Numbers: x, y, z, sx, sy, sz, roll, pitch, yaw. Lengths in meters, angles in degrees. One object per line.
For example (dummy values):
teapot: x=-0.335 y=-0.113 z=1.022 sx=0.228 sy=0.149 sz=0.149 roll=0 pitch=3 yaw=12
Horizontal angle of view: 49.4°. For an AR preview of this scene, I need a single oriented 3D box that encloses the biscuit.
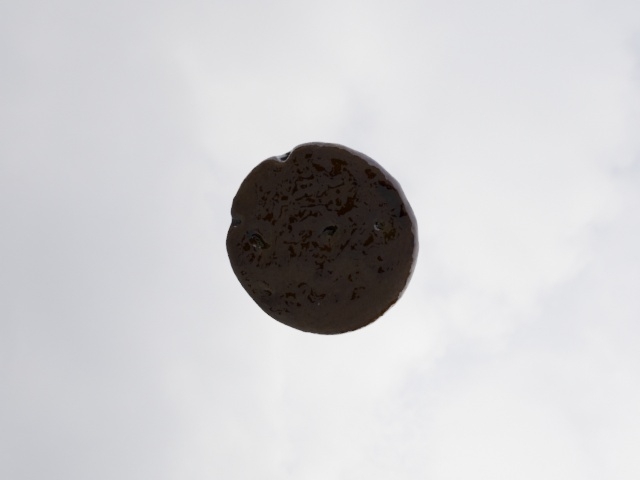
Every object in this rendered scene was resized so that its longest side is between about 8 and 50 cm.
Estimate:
biscuit: x=0.000 y=0.000 z=0.741 sx=0.212 sy=0.036 sz=0.212 roll=1 pitch=-86 yaw=11
